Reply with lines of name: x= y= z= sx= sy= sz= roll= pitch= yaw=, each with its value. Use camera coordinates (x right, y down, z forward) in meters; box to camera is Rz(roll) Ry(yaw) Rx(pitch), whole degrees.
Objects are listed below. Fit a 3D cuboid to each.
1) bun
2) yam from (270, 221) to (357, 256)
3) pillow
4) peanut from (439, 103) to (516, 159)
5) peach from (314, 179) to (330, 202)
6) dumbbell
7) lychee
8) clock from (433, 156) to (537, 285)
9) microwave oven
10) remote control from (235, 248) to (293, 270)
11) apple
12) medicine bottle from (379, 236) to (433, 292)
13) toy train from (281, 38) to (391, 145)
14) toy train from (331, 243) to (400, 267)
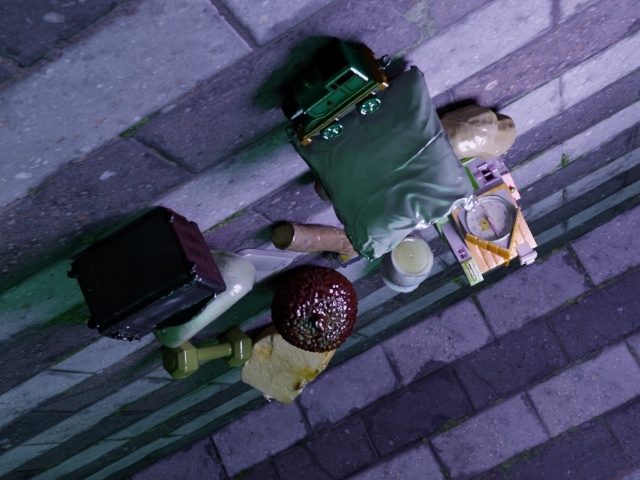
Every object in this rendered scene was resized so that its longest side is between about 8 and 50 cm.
bun: x=-0.286 y=0.105 z=1.808 sx=0.283 sy=0.179 sz=0.283 roll=-37 pitch=180 yaw=0
yam: x=0.000 y=0.000 z=2.031 sx=0.081 sy=0.081 sz=0.356 roll=-35 pitch=158 yaw=24
pillow: x=0.124 y=-0.135 z=1.526 sx=0.283 sy=0.310 sz=0.138 roll=-25 pitch=-168 yaw=11
peanut: x=0.357 y=-0.247 z=1.799 sx=0.274 sy=0.111 sz=0.125 roll=-7 pitch=139 yaw=-52
peach: x=0.027 y=-0.121 z=1.738 sx=0.083 sy=0.083 sz=0.083 roll=-23 pitch=161 yaw=-8
dumbbell: x=-0.345 y=0.346 z=2.454 sx=0.302 sy=0.108 sz=0.121 roll=-5 pitch=152 yaw=-48
lychee: x=-0.017 y=0.191 z=2.276 sx=0.260 sy=0.261 sz=0.261 roll=-23 pitch=161 yaw=-8
clock: x=0.423 y=-0.054 z=2.075 sx=0.235 sy=0.310 sz=0.166 roll=-27 pitch=163 yaw=2
microwave oven: x=-0.341 y=0.078 z=1.607 sx=0.247 sy=0.188 sz=0.178 roll=-28 pitch=161 yaw=8
remote control: x=-0.153 y=0.052 z=2.054 sx=0.077 sy=0.022 sz=0.245 roll=-32 pitch=161 yaw=25
apple: x=-0.090 y=0.380 z=2.682 sx=0.314 sy=0.252 sz=0.309 roll=1 pitch=131 yaw=-48
medicine bottle: x=0.266 y=0.075 z=2.475 sx=0.147 sy=0.147 sz=0.143 roll=-20 pitch=163 yaw=-19
toy train: x=0.016 y=-0.254 z=1.353 sx=0.227 sy=0.091 sz=0.136 roll=-32 pitch=150 yaw=21
toy train: x=0.131 y=0.014 z=2.233 sx=0.202 sy=0.081 sz=0.060 roll=-26 pitch=162 yaw=-1
